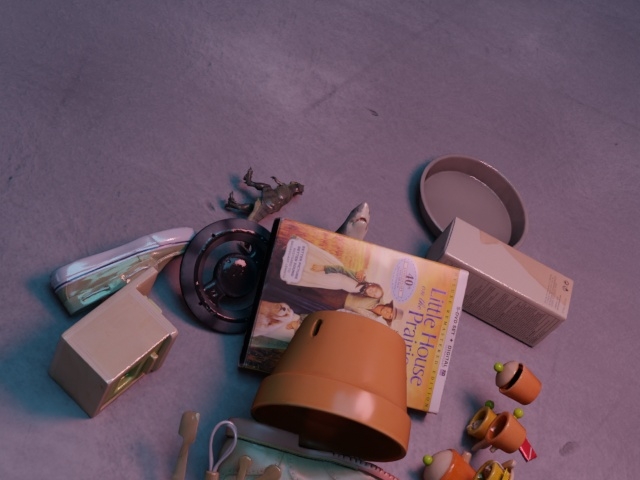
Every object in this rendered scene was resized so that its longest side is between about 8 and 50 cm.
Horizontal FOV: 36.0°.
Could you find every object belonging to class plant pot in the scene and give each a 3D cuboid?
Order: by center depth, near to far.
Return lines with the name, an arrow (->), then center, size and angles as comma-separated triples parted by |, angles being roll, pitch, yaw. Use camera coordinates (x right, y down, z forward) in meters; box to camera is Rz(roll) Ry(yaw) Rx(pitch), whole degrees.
plant pot -> 0.037, 0.260, 1.804 | 0.290, 0.291, 0.204 | 21, 65, -11

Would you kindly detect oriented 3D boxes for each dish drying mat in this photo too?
dish drying mat -> 0.426, 0.425, 2.082 | 0.032, 0.008, 0.083 | -16, 66, -32

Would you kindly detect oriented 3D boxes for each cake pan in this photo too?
cake pan -> 0.361, -0.076, 2.366 | 0.293, 0.054, 0.293 | 12, 53, -17

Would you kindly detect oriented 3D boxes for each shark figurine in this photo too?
shark figurine -> -0.018, 0.022, 2.112 | 0.278, 0.166, 0.116 | -21, 32, -7

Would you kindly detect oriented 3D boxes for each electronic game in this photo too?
electronic game -> -0.170, 0.070, 1.963 | 0.229, 0.048, 0.229 | 0, 89, -25

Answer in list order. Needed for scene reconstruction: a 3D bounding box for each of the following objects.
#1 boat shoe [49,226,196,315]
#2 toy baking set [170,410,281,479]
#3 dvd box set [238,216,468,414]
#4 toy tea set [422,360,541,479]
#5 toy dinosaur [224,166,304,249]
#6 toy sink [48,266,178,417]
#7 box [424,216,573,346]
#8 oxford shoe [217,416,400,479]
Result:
boat shoe -> -0.371, 0.058, 1.910 | 0.302, 0.109, 0.094 | -22, 85, -26
toy baking set -> -0.179, 0.427, 1.715 | 0.256, 0.030, 0.197 | 41, 89, 9
dvd box set -> 0.072, 0.155, 1.980 | 0.420, 0.062, 0.308 | 17, 82, -15
toy tea set -> 0.310, 0.374, 1.941 | 0.124, 0.200, 0.336 | 38, 50, -8
toy dinosaur -> -0.132, -0.087, 2.123 | 0.118, 0.064, 0.268 | 30, 43, 11
toy sink -> -0.353, 0.185, 1.785 | 0.131, 0.153, 0.234 | 43, 50, 7
box -> 0.390, 0.095, 2.205 | 0.311, 0.148, 0.121 | 29, 50, -6
oxford shoe -> -0.005, 0.452, 1.801 | 0.396, 0.140, 0.147 | 21, 72, -6
